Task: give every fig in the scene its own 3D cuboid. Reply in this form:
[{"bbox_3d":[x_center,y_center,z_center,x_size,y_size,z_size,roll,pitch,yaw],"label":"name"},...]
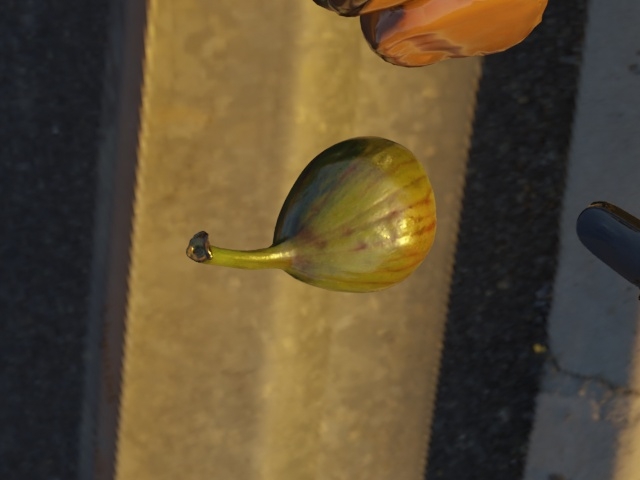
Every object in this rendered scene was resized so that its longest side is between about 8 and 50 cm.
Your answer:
[{"bbox_3d":[0.000,0.000,1.423,0.151,0.259,0.151,23,126,35],"label":"fig"}]

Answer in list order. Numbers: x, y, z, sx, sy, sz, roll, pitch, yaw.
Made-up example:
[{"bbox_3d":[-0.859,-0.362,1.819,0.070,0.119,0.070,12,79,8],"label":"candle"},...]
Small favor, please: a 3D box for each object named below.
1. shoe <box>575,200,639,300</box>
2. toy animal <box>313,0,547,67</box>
[{"bbox_3d":[0.309,0.031,1.394,0.179,0.049,0.071,35,133,20],"label":"shoe"},{"bbox_3d":[-0.015,-0.245,0.707,0.191,0.216,0.338,-18,78,14],"label":"toy animal"}]
